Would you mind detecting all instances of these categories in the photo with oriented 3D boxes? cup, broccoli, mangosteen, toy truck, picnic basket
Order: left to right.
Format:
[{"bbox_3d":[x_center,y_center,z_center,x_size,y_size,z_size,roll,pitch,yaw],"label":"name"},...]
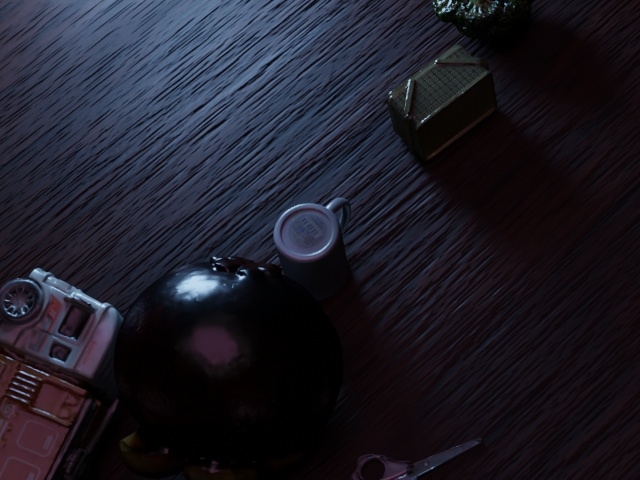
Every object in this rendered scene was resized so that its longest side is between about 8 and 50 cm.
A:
[{"bbox_3d":[-0.404,0.249,1.644,0.207,0.173,0.387,19,70,13],"label":"toy truck"},{"bbox_3d":[-0.127,0.196,1.560,0.307,0.307,0.346,10,95,16],"label":"mangosteen"},{"bbox_3d":[-0.011,0.001,1.713,0.099,0.133,0.136,3,63,9],"label":"cup"},{"bbox_3d":[0.188,-0.212,1.796,0.164,0.115,0.079,-36,62,-8],"label":"picnic basket"},{"bbox_3d":[0.262,-0.382,1.867,0.162,0.137,0.146,-5,22,22],"label":"broccoli"}]

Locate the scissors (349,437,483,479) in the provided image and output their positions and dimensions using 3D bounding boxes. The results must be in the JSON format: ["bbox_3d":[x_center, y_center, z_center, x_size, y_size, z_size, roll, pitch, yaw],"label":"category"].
[{"bbox_3d":[0.136,0.310,1.584,0.189,0.015,0.100,-24,58,-3],"label":"scissors"}]
